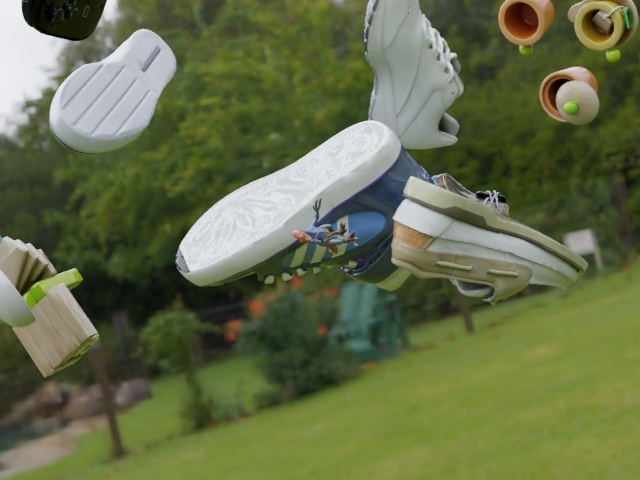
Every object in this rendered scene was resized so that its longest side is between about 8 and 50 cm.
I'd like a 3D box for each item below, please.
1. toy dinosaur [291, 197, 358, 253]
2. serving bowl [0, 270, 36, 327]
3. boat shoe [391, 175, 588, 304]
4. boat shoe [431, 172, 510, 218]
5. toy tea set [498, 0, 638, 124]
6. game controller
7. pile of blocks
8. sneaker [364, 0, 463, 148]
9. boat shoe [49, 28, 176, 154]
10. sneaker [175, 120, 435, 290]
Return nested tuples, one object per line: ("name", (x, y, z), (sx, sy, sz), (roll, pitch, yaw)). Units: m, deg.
("toy dinosaur", (0.000, 0.000, 1.571), (0.082, 0.047, 0.090), (-10, -41, -31))
("serving bowl", (-0.313, 0.054, 1.379), (0.027, 0.083, 0.083), (-38, 7, -17))
("boat shoe", (0.190, 0.017, 1.650), (0.302, 0.103, 0.113), (21, 4, -40))
("boat shoe", (0.226, -0.035, 1.926), (0.066, 0.183, 0.066), (-37, 23, 26))
("toy tea set", (0.311, -0.319, 1.954), (0.200, 0.336, 0.124), (-26, 6, 41))
("game controller", (-0.283, -0.407, 1.776), (0.067, 0.319, 0.166), (24, 9, 25))
("pile of blocks", (-0.431, 0.040, 1.963), (0.362, 0.149, 0.113), (32, 25, 18))
("sneaker", (0.125, -0.242, 1.880), (0.129, 0.297, 0.111), (3, 46, 11))
("boat shoe", (-0.297, -0.184, 1.971), (0.119, 0.121, 0.335), (-40, 8, 28))
("sneaker", (0.008, 0.016, 1.790), (0.323, 0.236, 0.130), (-33, 37, 3))
